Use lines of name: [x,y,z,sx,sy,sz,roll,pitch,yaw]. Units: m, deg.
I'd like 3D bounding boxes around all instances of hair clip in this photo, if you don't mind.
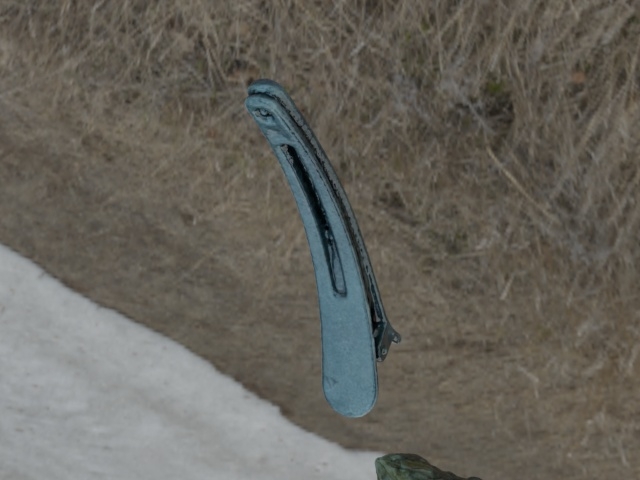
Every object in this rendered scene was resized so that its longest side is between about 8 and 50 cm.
hair clip: [0.000,0.000,0.671,0.048,0.083,0.275,6,135,28]

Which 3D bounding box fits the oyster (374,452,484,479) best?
oyster: [0.173,0.221,0.658,0.252,0.087,0.199,-14,121,33]
